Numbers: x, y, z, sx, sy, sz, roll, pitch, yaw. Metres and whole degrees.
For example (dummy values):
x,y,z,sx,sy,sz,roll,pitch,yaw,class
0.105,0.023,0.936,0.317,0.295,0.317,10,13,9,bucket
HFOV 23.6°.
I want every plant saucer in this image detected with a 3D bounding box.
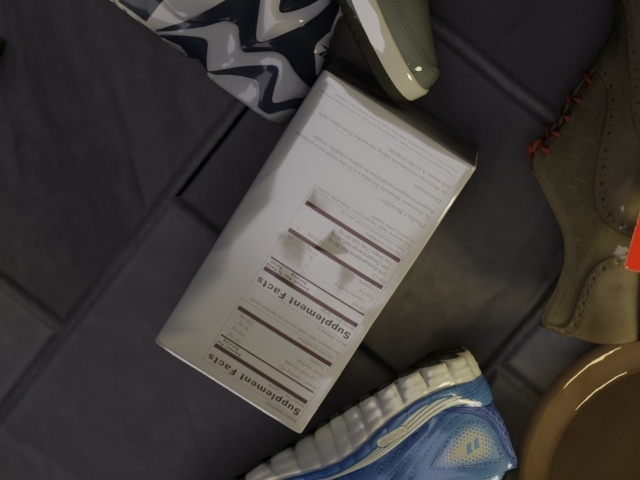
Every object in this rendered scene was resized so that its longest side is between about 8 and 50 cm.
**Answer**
x,y,z,sx,sy,sz,roll,pitch,yaw,class
0.285,0.197,1.164,0.278,0.041,0.277,-3,65,6,plant saucer

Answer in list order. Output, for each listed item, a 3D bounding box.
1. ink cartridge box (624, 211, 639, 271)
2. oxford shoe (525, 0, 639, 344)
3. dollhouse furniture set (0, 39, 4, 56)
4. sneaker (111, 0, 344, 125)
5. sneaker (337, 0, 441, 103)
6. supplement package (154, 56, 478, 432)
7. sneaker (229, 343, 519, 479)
x,y,z,sx,sy,sz,roll,pitch,yaw,class
0.318,-0.076,1.091,0.066,0.189,0.232,12,90,47,ink cartridge box
0.217,-0.085,1.145,0.130,0.123,0.348,2,99,15,oxford shoe
-0.305,-0.096,1.260,0.076,0.058,0.151,18,122,-4,dollhouse furniture set
-0.077,-0.215,1.177,0.235,0.094,0.153,38,92,11,sneaker
0.089,-0.262,1.119,0.178,0.124,0.295,-16,87,16,sneaker
0.000,0.000,1.178,0.134,0.139,0.244,33,102,0,supplement package
0.012,0.221,1.198,0.330,0.130,0.147,-35,83,25,sneaker
